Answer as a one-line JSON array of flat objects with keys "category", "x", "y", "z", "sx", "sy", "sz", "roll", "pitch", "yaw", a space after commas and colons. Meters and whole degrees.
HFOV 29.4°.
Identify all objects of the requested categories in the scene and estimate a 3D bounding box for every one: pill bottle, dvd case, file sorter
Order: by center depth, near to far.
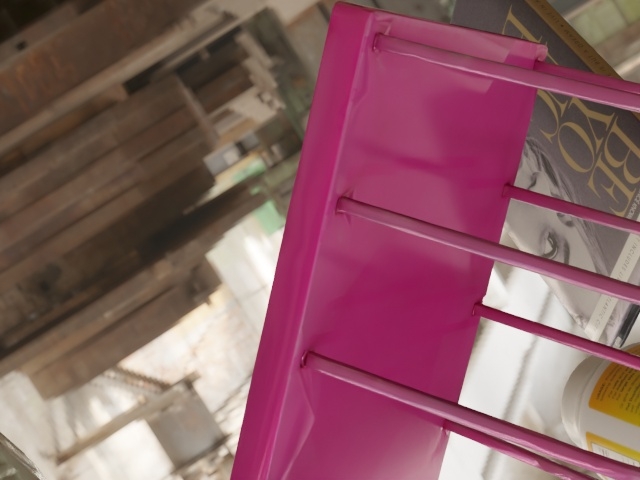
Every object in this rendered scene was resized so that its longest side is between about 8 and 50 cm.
[{"category": "file sorter", "x": 0.098, "y": 0.063, "z": 0.550, "sx": 0.182, "sy": 0.291, "sz": 0.202, "roll": 19, "pitch": -167, "yaw": 27}, {"category": "dvd case", "x": 0.142, "y": -0.058, "z": 0.768, "sx": 0.018, "sy": 0.221, "sz": 0.165, "roll": -19, "pitch": 145, "yaw": -24}, {"category": "pill bottle", "x": 0.267, "y": 0.138, "z": 0.870, "sx": 0.117, "sy": 0.117, "sz": 0.215, "roll": -33, "pitch": -163, "yaw": -17}]

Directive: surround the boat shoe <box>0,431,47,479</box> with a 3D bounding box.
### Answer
[{"category": "boat shoe", "x": -0.192, "y": 0.231, "z": 0.652, "sx": 0.156, "sy": 0.500, "sz": 0.187, "roll": 9, "pitch": -123, "yaw": 30}]
